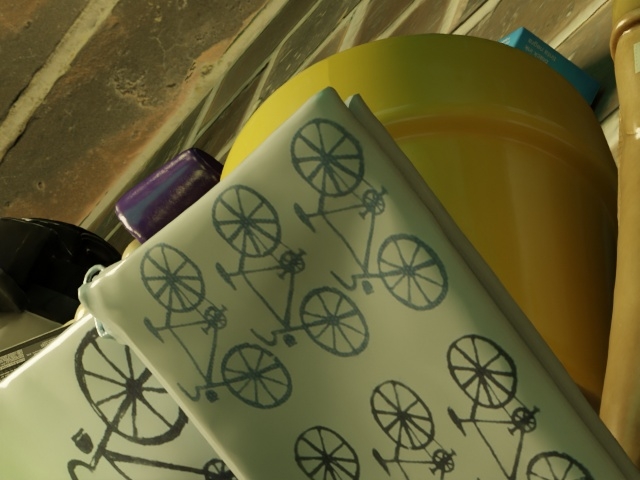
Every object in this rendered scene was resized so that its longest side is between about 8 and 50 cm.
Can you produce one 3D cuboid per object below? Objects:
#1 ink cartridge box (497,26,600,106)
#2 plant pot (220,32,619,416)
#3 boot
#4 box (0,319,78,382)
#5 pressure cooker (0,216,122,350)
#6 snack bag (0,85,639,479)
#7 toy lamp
[{"bbox_3d":[0.116,-0.050,1.388,0.203,0.086,0.148,-60,14,-22],"label":"ink cartridge box"},{"bbox_3d":[0.072,0.047,1.015,0.254,0.254,0.239,-48,31,28],"label":"plant pot"},{"bbox_3d":[0.184,0.037,0.860,0.089,0.236,0.269,-8,62,26],"label":"boot"},{"bbox_3d":[-0.159,0.133,1.005,0.270,0.060,0.216,-22,29,-9],"label":"box"},{"bbox_3d":[-0.246,0.200,1.419,0.370,0.375,0.420,-41,20,56],"label":"pressure cooker"},{"bbox_3d":[-0.005,0.139,0.786,0.342,0.323,0.037,-35,2,40],"label":"snack bag"},{"bbox_3d":[-0.155,0.054,1.175,0.275,0.080,0.080,-49,14,7],"label":"toy lamp"}]
